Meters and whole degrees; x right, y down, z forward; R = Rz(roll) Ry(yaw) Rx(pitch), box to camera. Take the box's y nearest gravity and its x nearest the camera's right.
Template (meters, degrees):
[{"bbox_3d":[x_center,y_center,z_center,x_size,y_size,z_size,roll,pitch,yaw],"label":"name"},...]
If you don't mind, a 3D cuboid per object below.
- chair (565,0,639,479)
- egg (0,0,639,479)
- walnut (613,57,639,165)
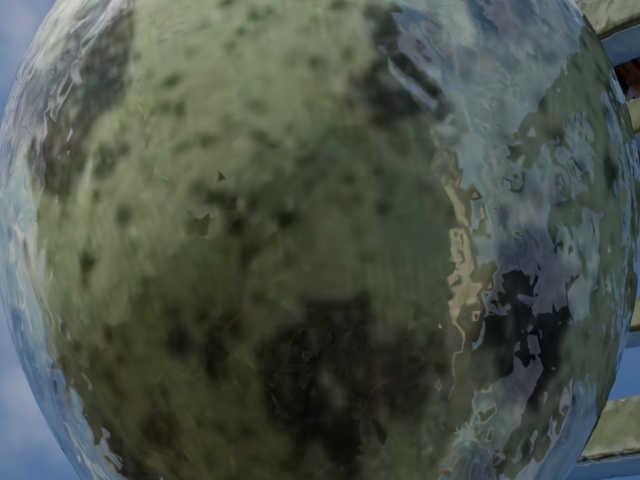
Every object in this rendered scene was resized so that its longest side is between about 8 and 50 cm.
[{"bbox_3d":[0.171,-0.007,0.446,0.270,0.147,0.136,-24,-125,59],"label":"chair"},{"bbox_3d":[0.000,0.000,0.396,0.132,0.132,0.172,-36,-144,24],"label":"egg"},{"bbox_3d":[0.090,-0.118,0.888,0.137,0.137,0.245,-39,-103,24],"label":"walnut"}]
